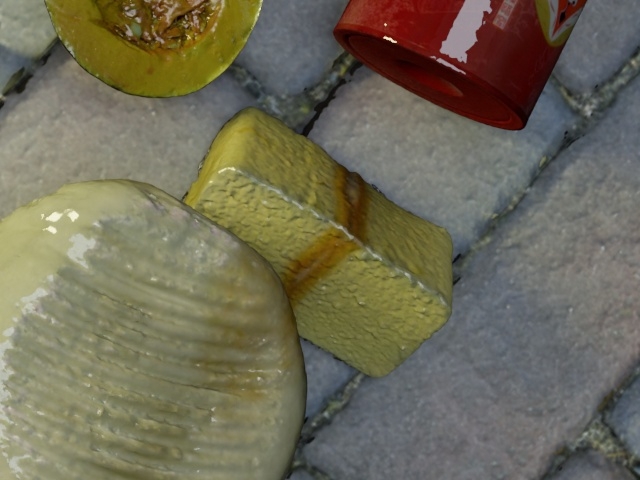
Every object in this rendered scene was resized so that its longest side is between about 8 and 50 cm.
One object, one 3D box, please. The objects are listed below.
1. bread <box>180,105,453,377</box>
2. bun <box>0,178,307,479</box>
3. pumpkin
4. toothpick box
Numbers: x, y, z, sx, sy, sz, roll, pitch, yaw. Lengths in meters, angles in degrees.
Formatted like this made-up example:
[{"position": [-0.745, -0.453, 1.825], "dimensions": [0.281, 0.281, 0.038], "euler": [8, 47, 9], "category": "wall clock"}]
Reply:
[{"position": [0.000, 0.000, 1.547], "dimensions": [0.266, 0.142, 0.178], "euler": [30, 70, -14], "category": "bread"}, {"position": [-0.194, 0.130, 1.450], "dimensions": [0.365, 0.219, 0.365], "euler": [-2, 94, -29], "category": "bun"}, {"position": [-0.165, -0.234, 1.507], "dimensions": [0.217, 0.110, 0.217], "euler": [1, 87, -24], "category": "pumpkin"}, {"position": [0.174, -0.295, 1.522], "dimensions": [0.204, 0.204, 0.333], "euler": [28, 86, -12], "category": "toothpick box"}]
